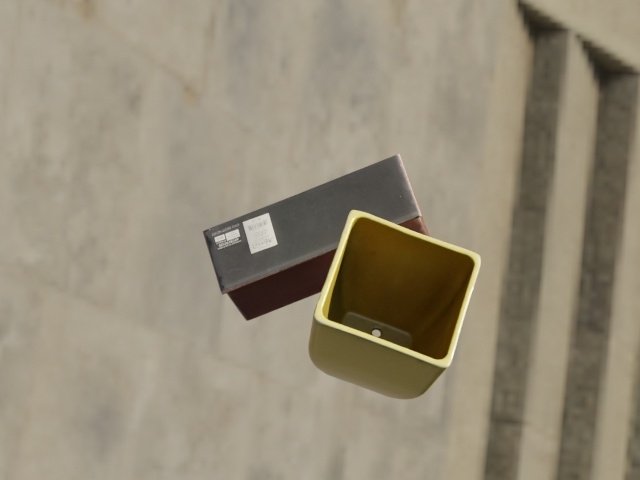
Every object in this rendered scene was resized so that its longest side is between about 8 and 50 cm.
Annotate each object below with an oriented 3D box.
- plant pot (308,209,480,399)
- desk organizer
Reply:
[{"bbox_3d":[0.036,0.047,1.126,0.083,0.081,0.081,112,-1,-56],"label":"plant pot"},{"bbox_3d":[0.000,0.000,1.193,0.050,0.130,0.047,60,10,-61],"label":"desk organizer"}]
